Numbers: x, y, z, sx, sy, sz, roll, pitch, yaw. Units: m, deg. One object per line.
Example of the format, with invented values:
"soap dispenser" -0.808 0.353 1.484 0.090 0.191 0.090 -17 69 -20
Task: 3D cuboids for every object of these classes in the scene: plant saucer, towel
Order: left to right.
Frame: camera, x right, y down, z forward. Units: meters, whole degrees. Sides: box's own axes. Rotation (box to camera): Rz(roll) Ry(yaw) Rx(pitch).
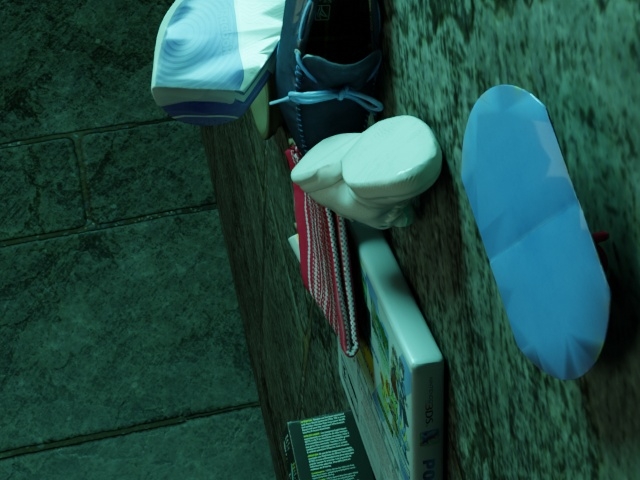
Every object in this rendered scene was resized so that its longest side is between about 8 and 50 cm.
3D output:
"plant saucer" -0.089 -0.289 1.663 0.278 0.041 0.278 170 90 -82
"towel" 0.000 0.000 1.237 0.275 0.031 0.199 -125 27 -77

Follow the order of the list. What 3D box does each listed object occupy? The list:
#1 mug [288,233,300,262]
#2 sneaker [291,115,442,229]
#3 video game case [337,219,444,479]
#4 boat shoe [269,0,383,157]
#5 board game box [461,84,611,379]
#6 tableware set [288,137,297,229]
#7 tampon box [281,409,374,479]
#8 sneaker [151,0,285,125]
"mug" -0.001 0.017 1.402 0.078 0.062 0.064 104 147 -84
"sneaker" 0.057 -0.047 0.957 0.094 0.080 0.212 48 165 -18
"video game case" 0.066 0.135 1.183 0.329 0.036 0.300 -111 14 -53
"boat shoe" 0.004 -0.170 1.006 0.089 0.109 0.258 -119 18 -54
"board game box" 0.131 -0.008 0.629 0.133 0.033 0.169 126 128 -71
"tableware set" -0.025 -0.064 1.576 0.141 0.020 0.169 -125 26 -69
"tampon box" 0.014 0.321 1.501 0.120 0.101 0.161 110 150 -72
"sneaker" -0.059 -0.236 1.166 0.182 0.127 0.316 71 -149 -60
